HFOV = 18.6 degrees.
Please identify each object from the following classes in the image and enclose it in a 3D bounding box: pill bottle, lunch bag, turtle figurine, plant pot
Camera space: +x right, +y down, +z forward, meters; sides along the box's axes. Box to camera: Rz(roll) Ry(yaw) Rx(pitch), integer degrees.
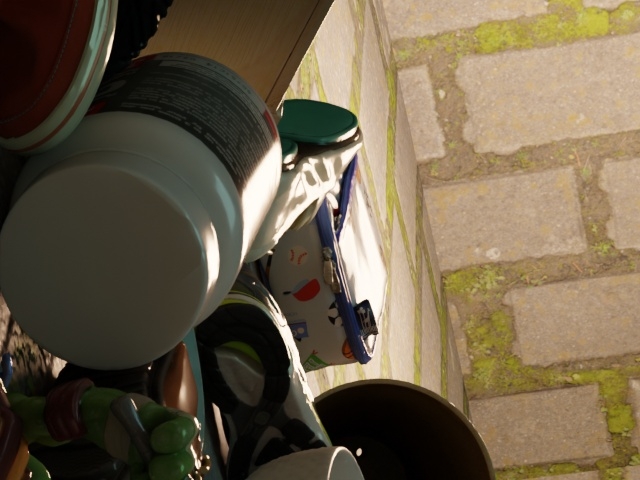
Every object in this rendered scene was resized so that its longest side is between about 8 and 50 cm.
[{"bbox_3d":[-0.122,-0.025,1.350,0.283,0.161,0.161,-69,150,-72],"label":"pill bottle"},{"bbox_3d":[0.000,0.000,2.259,0.303,0.115,0.243,-81,158,-65],"label":"lunch bag"},{"bbox_3d":[-0.156,0.130,0.898,0.266,0.197,0.275,60,20,-58],"label":"turtle figurine"},{"bbox_3d":[0.048,0.264,2.067,0.254,0.237,0.237,142,-59,-84],"label":"plant pot"}]

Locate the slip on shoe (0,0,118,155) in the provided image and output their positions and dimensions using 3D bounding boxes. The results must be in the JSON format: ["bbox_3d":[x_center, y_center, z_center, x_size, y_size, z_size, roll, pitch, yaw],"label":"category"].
[{"bbox_3d":[-0.200,-0.218,1.267,0.101,0.123,0.331,7,78,-46],"label":"slip on shoe"}]

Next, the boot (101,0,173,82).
[{"bbox_3d":[-0.169,-0.258,1.386,0.207,0.094,0.246,53,-53,43],"label":"boot"}]

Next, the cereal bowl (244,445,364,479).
[{"bbox_3d":[-0.026,0.352,1.677,0.339,0.141,0.339,-9,90,-81],"label":"cereal bowl"}]

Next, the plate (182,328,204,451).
[{"bbox_3d":[-0.130,0.107,1.620,0.188,0.024,0.188,-9,90,-82],"label":"plate"}]

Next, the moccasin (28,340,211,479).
[{"bbox_3d":[-0.137,0.171,1.224,0.380,0.139,0.147,-100,172,-81],"label":"moccasin"}]

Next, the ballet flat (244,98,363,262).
[{"bbox_3d":[-0.052,-0.060,2.012,0.400,0.139,0.139,-44,125,-74],"label":"ballet flat"}]

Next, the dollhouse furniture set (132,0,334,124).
[{"bbox_3d":[-0.050,-0.331,1.604,0.394,0.362,0.256,-85,-161,-45],"label":"dollhouse furniture set"}]

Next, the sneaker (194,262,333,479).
[{"bbox_3d":[-0.050,0.140,1.844,0.121,0.111,0.300,-93,173,-51],"label":"sneaker"}]
